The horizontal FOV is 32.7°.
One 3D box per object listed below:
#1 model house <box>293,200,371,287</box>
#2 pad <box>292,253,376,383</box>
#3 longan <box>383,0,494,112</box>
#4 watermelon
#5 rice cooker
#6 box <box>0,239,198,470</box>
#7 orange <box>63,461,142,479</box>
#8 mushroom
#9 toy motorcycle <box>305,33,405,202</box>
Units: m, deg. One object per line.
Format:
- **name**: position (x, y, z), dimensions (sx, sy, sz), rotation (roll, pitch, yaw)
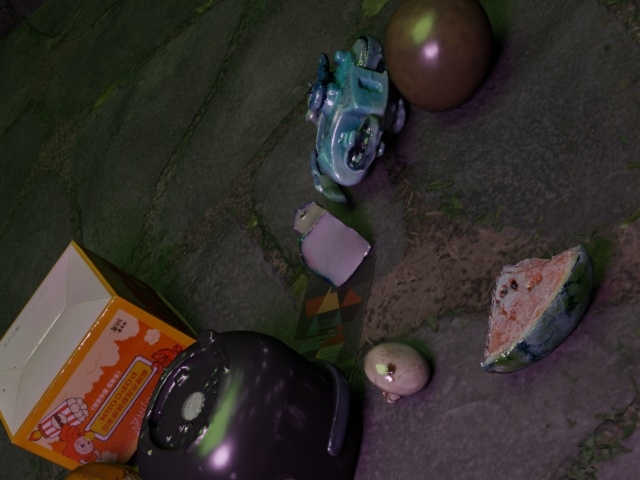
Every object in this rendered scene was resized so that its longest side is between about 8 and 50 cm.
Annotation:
- **model house**: position (0.000, 0.000, 1.596), dimensions (0.087, 0.101, 0.100), rotation (-51, 28, 0)
- **pad**: position (0.011, 0.123, 1.566), dimensions (0.143, 0.003, 0.211), rotation (-19, 46, 41)
- **longan**: position (0.170, -0.277, 1.595), dimensions (0.204, 0.159, 0.184), rotation (105, 171, -79)
- **watermelon**: position (0.251, 0.072, 1.261), dimensions (0.187, 0.071, 0.139), rotation (-53, 25, 17)
- **rice cooker**: position (-0.095, 0.244, 1.390), dimensions (0.267, 0.224, 0.267), rotation (-34, 36, 30)
- **box**: position (-0.375, 0.200, 1.792), dimensions (0.283, 0.214, 0.259), rotation (-55, 36, 1)
- **orange**: position (-0.313, 0.393, 1.605), dimensions (0.156, 0.157, 0.134), rotation (18, 95, 56)
- **mushroom**: position (0.094, 0.171, 1.368), dimensions (0.085, 0.085, 0.079), rotation (-128, 42, -56)
- **toy motorcycle**: position (0.044, -0.184, 1.687), dimensions (0.206, 0.154, 0.260), rotation (127, 152, -49)
